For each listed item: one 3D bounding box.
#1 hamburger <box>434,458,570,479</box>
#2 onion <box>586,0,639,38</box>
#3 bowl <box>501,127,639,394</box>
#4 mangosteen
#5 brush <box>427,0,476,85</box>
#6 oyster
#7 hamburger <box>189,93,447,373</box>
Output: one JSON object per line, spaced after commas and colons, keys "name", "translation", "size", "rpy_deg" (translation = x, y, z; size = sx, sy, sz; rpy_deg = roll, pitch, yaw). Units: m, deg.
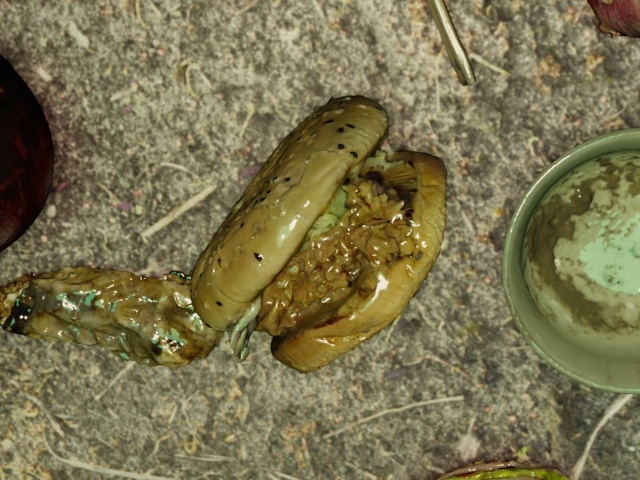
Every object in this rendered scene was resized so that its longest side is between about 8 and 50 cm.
{"name": "hamburger", "translation": [0.224, 0.402, 1.168], "size": [0.300, 0.176, 0.300], "rpy_deg": [1, 101, 7]}
{"name": "onion", "translation": [0.377, -0.304, 1.039], "size": [0.194, 0.159, 0.160], "rpy_deg": [-24, 97, -13]}
{"name": "bowl", "translation": [0.346, 0.015, 1.097], "size": [0.289, 0.146, 0.289], "rpy_deg": [1, 99, 7]}
{"name": "mangosteen", "translation": [-0.455, -0.096, 1.143], "size": [0.297, 0.293, 0.297], "rpy_deg": [-6, 72, 17]}
{"name": "brush", "translation": [0.122, -0.332, 1.112], "size": [0.050, 0.060, 0.321], "rpy_deg": [-22, 96, 1]}
{"name": "oyster", "translation": [-0.294, 0.099, 1.249], "size": [0.344, 0.078, 0.129], "rpy_deg": [5, 109, 5]}
{"name": "hamburger", "translation": [0.000, 0.000, 1.088], "size": [0.195, 0.277, 0.318], "rpy_deg": [37, 98, -8]}
